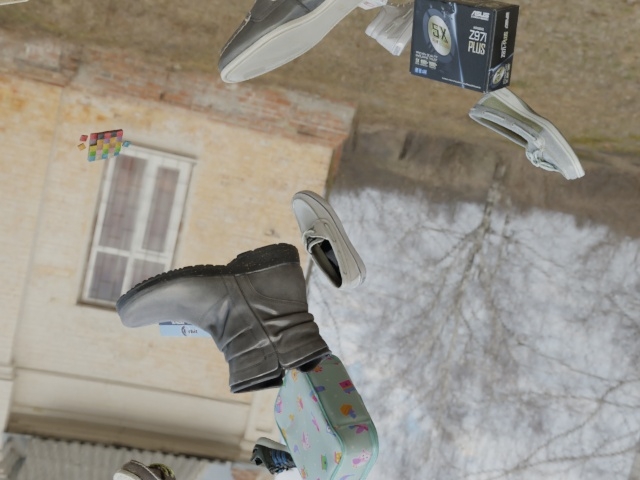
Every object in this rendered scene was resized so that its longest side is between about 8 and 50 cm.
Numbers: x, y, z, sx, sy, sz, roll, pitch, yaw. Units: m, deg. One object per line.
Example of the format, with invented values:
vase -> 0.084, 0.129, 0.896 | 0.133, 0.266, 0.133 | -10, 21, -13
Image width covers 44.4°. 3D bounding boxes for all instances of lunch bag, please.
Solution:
lunch bag -> 0.006, 0.383, 1.610 | 0.107, 0.224, 0.279 | -2, -141, -26

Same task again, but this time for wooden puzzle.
wooden puzzle -> -0.316, -0.139, 1.152 | 0.083, 0.049, 0.006 | -16, -127, -35

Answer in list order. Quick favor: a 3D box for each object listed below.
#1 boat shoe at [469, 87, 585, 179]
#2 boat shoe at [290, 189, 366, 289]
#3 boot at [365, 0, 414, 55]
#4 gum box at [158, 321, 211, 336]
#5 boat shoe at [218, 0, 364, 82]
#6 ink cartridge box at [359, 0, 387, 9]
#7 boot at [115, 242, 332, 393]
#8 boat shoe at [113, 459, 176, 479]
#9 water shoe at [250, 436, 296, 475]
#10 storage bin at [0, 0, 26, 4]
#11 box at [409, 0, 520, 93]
boat shoe -> 0.469, -0.234, 1.778 | 0.320, 0.103, 0.118 | 51, -170, 32
boat shoe -> 0.000, 0.000, 1.802 | 0.088, 0.096, 0.268 | -14, -110, -49
boot -> 0.225, -0.619, 2.117 | 0.123, 0.258, 0.095 | 35, 152, 1
gum box -> -0.218, 0.153, 1.639 | 0.156, 0.041, 0.184 | -3, -168, 30
boat shoe -> -0.017, -0.348, 1.110 | 0.096, 0.335, 0.112 | 61, -166, 11
ink cartridge box -> 0.135, -0.641, 1.989 | 0.052, 0.089, 0.122 | 17, -177, -23
boot -> -0.166, 0.151, 1.299 | 0.338, 0.223, 0.118 | -17, 164, 7
boat shoe -> -0.389, 0.580, 1.849 | 0.116, 0.097, 0.324 | 19, 148, 23
water shoe -> -0.094, 0.566, 2.005 | 0.203, 0.080, 0.073 | 5, 153, 43
storage bin -> -0.452, -0.406, 1.054 | 0.260, 0.123, 0.262 | -10, -166, 37
box -> 0.257, -0.361, 1.422 | 0.077, 0.148, 0.180 | -23, -144, -39
